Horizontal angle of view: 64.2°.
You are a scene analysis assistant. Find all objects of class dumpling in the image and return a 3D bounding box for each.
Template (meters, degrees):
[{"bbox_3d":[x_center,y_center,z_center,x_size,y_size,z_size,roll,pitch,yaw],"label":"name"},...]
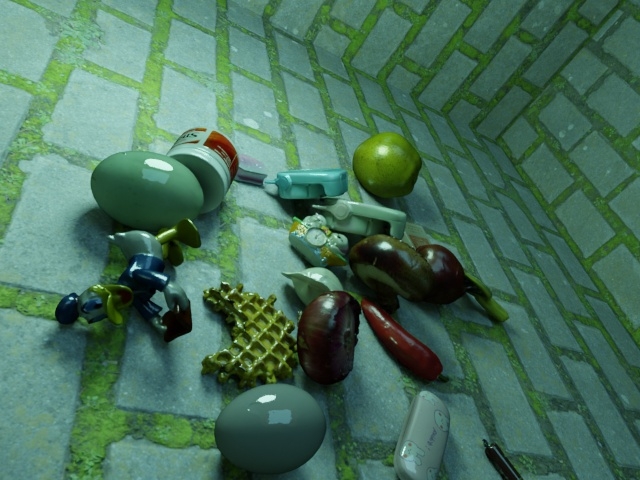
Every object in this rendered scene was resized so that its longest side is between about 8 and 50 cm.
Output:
[{"bbox_3d":[0.002,0.141,1.450,0.216,0.126,0.166,54,-9,0],"label":"dumpling"}]

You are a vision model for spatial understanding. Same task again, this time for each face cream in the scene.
[{"bbox_3d":[-0.353,-0.209,1.492,0.201,0.201,0.187,29,35,-13],"label":"face cream"}]

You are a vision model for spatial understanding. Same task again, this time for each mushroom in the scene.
[{"bbox_3d":[0.224,0.100,1.611,0.297,0.278,0.163,20,49,42],"label":"mushroom"}]

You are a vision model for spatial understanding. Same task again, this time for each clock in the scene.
[{"bbox_3d":[-0.047,-0.197,1.772,0.274,0.094,0.223,-1,11,16],"label":"clock"},{"bbox_3d":[0.124,-0.078,1.765,0.324,0.109,0.265,10,5,-1],"label":"clock"},{"bbox_3d":[0.000,0.000,1.637,0.231,0.103,0.144,44,59,9],"label":"clock"}]

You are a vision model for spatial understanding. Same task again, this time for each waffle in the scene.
[{"bbox_3d":[-0.168,0.229,1.265,0.259,0.069,0.293,16,40,-28],"label":"waffle"}]

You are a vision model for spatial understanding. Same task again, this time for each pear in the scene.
[{"bbox_3d":[0.278,-0.319,2.154,0.294,0.294,0.294,24,36,-19],"label":"pear"}]

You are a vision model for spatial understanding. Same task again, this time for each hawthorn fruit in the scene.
[{"bbox_3d":[0.423,0.129,1.803,0.248,0.208,0.208,26,35,-3],"label":"hawthorn fruit"}]

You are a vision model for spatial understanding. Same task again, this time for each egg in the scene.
[{"bbox_3d":[-0.440,-0.126,1.311,0.282,0.203,0.203,17,39,-30],"label":"egg"},{"bbox_3d":[-0.103,0.384,1.042,0.231,0.176,0.176,1,47,-31],"label":"egg"}]

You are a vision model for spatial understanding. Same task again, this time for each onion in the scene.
[{"bbox_3d":[0.020,0.245,1.306,0.248,0.161,0.248,24,61,-52],"label":"onion"}]

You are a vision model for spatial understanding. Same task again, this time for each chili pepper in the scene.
[{"bbox_3d":[0.259,0.308,1.551,0.368,0.092,0.137,47,19,7],"label":"chili pepper"}]

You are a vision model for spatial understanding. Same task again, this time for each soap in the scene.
[{"bbox_3d":[-0.267,-0.250,1.753,0.149,0.056,0.100,9,41,-36],"label":"soap"}]

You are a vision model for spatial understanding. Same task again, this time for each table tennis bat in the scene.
[{"bbox_3d":[0.592,0.195,1.955,0.368,0.054,0.224,41,-9,-18],"label":"table tennis bat"}]

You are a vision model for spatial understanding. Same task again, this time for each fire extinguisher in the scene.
[{"bbox_3d":[0.512,0.628,1.440,0.158,0.043,0.064,54,7,22],"label":"fire extinguisher"}]

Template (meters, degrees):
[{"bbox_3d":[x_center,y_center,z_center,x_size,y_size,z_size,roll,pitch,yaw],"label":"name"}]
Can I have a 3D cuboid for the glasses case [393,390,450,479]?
[{"bbox_3d":[0.267,0.511,1.322,0.113,0.075,0.297,40,34,1],"label":"glasses case"}]

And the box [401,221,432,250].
[{"bbox_3d":[0.378,0.019,2.026,0.141,0.058,0.201,12,42,-33],"label":"box"}]

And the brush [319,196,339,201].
[{"bbox_3d":[-0.013,-0.164,1.914,0.178,0.030,0.033,1,55,-28],"label":"brush"}]

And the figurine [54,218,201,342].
[{"bbox_3d":[-0.410,0.117,1.133,0.338,0.204,0.284,-26,75,-41],"label":"figurine"}]
